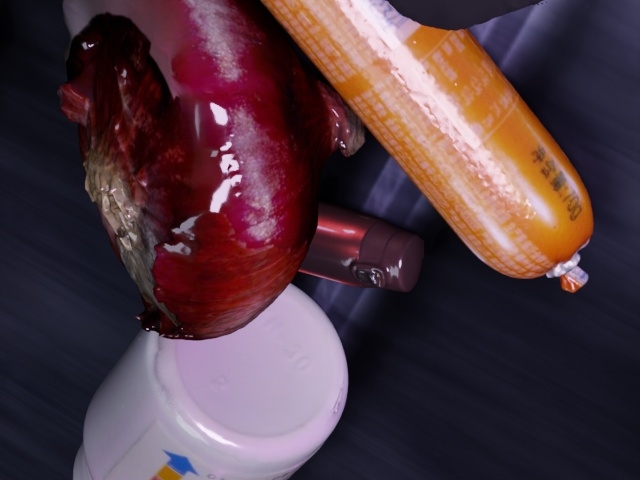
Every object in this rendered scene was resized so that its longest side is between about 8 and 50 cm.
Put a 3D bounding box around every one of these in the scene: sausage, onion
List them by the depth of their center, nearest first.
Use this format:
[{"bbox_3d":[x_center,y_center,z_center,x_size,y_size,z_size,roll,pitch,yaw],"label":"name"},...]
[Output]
[{"bbox_3d":[0.074,-0.088,1.208,0.312,0.093,0.093,49,144,-13],"label":"sausage"},{"bbox_3d":[-0.069,-0.076,1.308,0.272,0.195,0.272,168,90,-70],"label":"onion"}]

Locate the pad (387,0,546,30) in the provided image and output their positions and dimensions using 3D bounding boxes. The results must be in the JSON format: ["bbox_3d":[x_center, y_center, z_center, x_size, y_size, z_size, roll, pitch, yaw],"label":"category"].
[{"bbox_3d":[0.162,-0.241,1.021,0.375,0.063,0.315,-15,118,38],"label":"pad"}]

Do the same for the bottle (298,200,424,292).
[{"bbox_3d":[0.000,0.000,1.400,0.164,0.060,0.060,15,138,31],"label":"bottle"}]

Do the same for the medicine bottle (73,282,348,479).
[{"bbox_3d":[-0.103,0.153,1.566,0.170,0.170,0.293,40,144,0],"label":"medicine bottle"}]
